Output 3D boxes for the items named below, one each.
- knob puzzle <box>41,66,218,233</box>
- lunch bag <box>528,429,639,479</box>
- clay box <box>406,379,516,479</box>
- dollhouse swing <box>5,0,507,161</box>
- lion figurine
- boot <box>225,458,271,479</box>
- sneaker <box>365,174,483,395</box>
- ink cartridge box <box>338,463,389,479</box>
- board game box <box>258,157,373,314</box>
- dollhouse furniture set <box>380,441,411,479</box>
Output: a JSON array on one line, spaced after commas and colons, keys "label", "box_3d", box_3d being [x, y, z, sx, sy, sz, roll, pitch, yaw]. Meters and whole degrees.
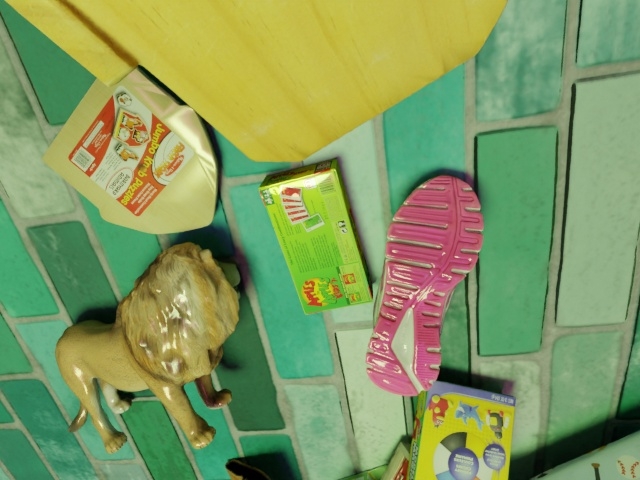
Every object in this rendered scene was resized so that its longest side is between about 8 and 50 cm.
[{"label": "knob puzzle", "box_3d": [-0.203, -0.090, 0.529, 0.212, 0.030, 0.214, 2, 117, 5]}, {"label": "lunch bag", "box_3d": [0.466, 0.493, 0.652, 0.327, 0.239, 0.385, -35, 125, 20]}, {"label": "clay box", "box_3d": [0.190, 0.316, 0.612, 0.127, 0.053, 0.222, 11, 76, 0]}, {"label": "dollhouse swing", "box_3d": [-0.049, -0.298, 0.389, 0.346, 0.305, 0.316, -28, 70, 19]}, {"label": "lion figurine", "box_3d": [-0.263, 0.156, 0.605, 0.391, 0.142, 0.241, -18, 107, 19]}, {"label": "boot", "box_3d": [-0.110, 0.525, 0.786, 0.264, 0.096, 0.281, -14, 104, 59]}, {"label": "sneaker", "box_3d": [0.114, 0.046, 0.529, 0.102, 0.111, 0.253, 18, 96, 5]}, {"label": "ink cartridge box", "box_3d": [0.067, 0.475, 0.773, 0.209, 0.062, 0.109, -29, 110, 18]}, {"label": "board game box", "box_3d": [0.000, 0.000, 0.545, 0.092, 0.043, 0.182, -12, 115, 13]}, {"label": "dollhouse furniture set", "box_3d": [0.113, 0.420, 0.656, 0.128, 0.129, 0.184, 25, 94, -20]}]
